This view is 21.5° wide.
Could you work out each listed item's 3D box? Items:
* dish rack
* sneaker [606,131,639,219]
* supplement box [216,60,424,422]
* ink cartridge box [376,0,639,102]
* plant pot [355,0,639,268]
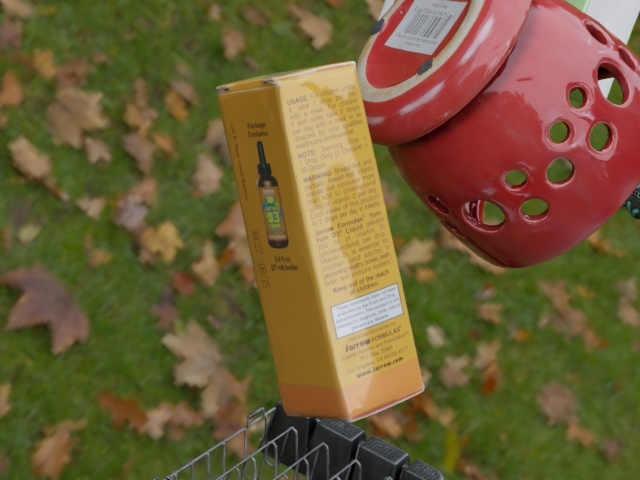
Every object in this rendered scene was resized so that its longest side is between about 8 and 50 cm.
[{"bbox_3d":[-0.030,0.243,1.501,0.208,0.074,0.271,24,33,29],"label":"dish rack"},{"bbox_3d":[0.278,-0.032,1.385,0.065,0.076,0.166,34,45,-60],"label":"sneaker"},{"bbox_3d":[0.000,0.000,1.138,0.080,0.078,0.233,-20,102,-36],"label":"supplement box"},{"bbox_3d":[0.205,-0.305,2.043,0.353,0.207,0.119,17,-6,39],"label":"ink cartridge box"},{"bbox_3d":[0.127,-0.100,1.234,0.174,0.191,0.191,36,36,-27],"label":"plant pot"}]
